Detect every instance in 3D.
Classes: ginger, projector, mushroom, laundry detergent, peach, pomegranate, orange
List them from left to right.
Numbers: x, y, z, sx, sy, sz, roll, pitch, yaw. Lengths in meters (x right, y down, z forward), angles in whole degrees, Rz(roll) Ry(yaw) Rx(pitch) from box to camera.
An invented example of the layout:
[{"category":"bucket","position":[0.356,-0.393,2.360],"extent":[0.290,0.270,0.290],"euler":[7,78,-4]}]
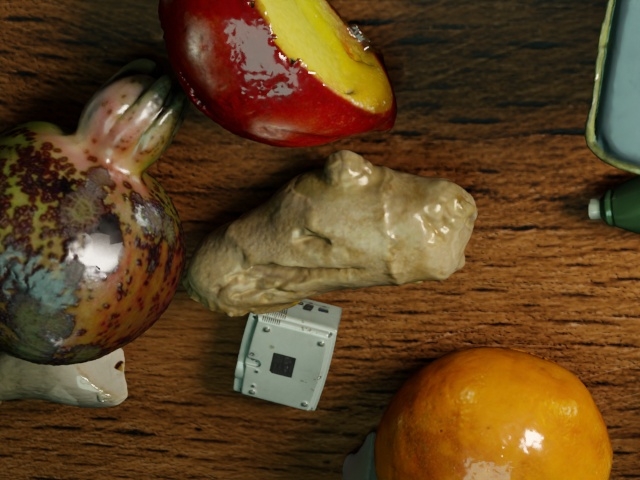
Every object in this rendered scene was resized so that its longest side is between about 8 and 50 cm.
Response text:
[{"category":"mushroom","position":[-0.364,0.169,1.512],"extent":[0.247,0.096,0.108],"euler":[-7,126,22]},{"category":"pomegranate","position":[-0.251,-0.039,1.239],"extent":[0.285,0.285,0.340],"euler":[32,104,-14]},{"category":"peach","position":[-0.051,-0.174,1.152],"extent":[0.154,0.158,0.267],"euler":[-27,120,35]},{"category":"projector","position":[-0.043,0.139,1.447],"extent":[0.115,0.061,0.147],"euler":[15,128,1]},{"category":"ginger","position":[0.000,0.000,1.287],"extent":[0.354,0.126,0.190],"euler":[-19,127,22]},{"category":"orange","position":[0.207,0.260,1.389],"extent":[0.284,0.226,0.283],"euler":[5,135,5]},{"category":"laundry detergent","position":[0.391,-0.036,1.211],"extent":[0.211,0.063,0.137],"euler":[-6,158,23]}]

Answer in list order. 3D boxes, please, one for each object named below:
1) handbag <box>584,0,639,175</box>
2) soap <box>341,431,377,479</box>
[{"category":"handbag","position":[0.353,-0.192,0.964],"extent":[0.222,0.241,0.263],"euler":[15,124,19]},{"category":"soap","position":[0.139,0.373,1.538],"extent":[0.231,0.145,0.091],"euler":[29,127,-13]}]
